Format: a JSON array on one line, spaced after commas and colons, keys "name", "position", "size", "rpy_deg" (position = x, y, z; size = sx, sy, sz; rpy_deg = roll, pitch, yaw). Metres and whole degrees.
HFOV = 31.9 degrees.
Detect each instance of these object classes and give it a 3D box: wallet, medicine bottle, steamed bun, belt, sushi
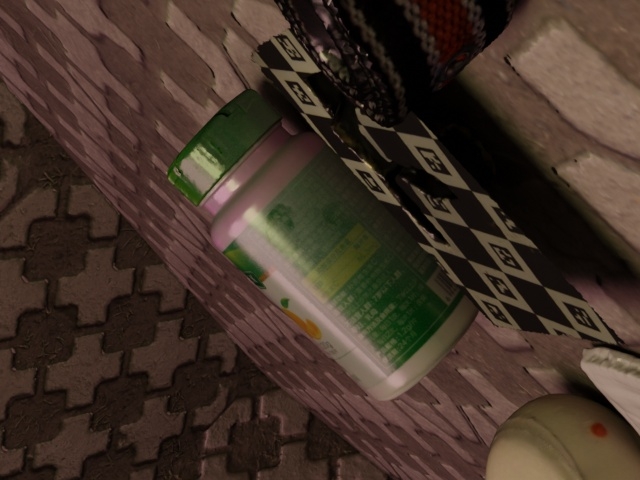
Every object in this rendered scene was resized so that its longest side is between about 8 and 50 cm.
[{"name": "wallet", "position": [0.273, 0.153, 0.836], "size": [0.183, 0.032, 0.124], "rpy_deg": [46, 171, -20]}, {"name": "medicine bottle", "position": [0.000, 0.000, 0.959], "size": [0.274, 0.133, 0.133], "rpy_deg": [45, 169, -3]}, {"name": "steamed bun", "position": [0.233, 0.237, 0.972], "size": [0.177, 0.130, 0.228], "rpy_deg": [15, 120, 62]}, {"name": "belt", "position": [-0.022, -0.190, 0.446], "size": [0.126, 0.094, 0.359], "rpy_deg": [29, 162, 47]}, {"name": "sushi", "position": [0.078, -0.047, 0.741], "size": [0.279, 0.043, 0.192], "rpy_deg": [46, 168, -11]}]
